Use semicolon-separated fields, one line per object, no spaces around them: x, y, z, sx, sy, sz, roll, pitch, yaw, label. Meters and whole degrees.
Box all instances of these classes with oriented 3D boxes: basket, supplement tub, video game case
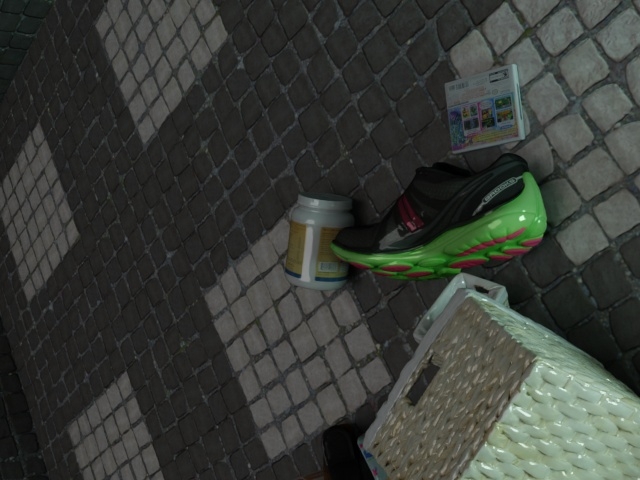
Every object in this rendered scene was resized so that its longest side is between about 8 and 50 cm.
0.272;0.161;1.463;0.113;0.167;0.103;19;150;43;basket
0.308;0.310;1.236;0.328;0.331;0.266;-59;23;8;basket
0.000;0.000;1.745;0.144;0.144;0.199;17;105;43;supplement tub
0.313;-0.250;1.502;0.157;0.019;0.143;-8;88;44;video game case

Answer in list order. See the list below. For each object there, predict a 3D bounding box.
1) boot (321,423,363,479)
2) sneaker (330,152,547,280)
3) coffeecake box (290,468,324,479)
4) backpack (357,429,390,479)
0.052;0.521;1.653;0.096;0.280;0.264;-16;75;1;boot
0.222;-0.041;1.531;0.483;0.185;0.202;-16;64;41;sneaker
0.023;0.599;1.769;0.185;0.142;0.068;18;105;43;coffeecake box
0.174;0.456;1.529;0.191;0.253;0.225;-29;68;4;backpack
